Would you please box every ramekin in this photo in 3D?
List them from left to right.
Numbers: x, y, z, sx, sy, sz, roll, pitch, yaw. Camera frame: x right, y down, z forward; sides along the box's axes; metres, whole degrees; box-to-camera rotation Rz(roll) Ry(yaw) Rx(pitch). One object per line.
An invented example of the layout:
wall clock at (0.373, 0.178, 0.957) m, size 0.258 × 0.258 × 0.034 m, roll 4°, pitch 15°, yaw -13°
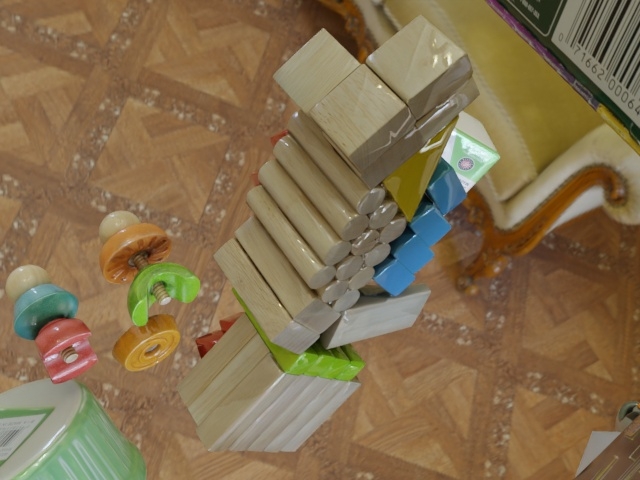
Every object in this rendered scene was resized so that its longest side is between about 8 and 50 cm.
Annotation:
ramekin at (-0.402, 0.319, 1.080) m, size 0.303 × 0.303 × 0.148 m, roll -38°, pitch 116°, yaw -32°

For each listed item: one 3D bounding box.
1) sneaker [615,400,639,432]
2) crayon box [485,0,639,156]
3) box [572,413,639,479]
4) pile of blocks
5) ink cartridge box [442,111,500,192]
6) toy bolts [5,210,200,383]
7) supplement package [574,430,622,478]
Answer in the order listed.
sneaker at (0.471, 0.286, 1.131) m, size 0.100 × 0.271 × 0.107 m, roll -4°, pitch 86°, yaw 0°
crayon box at (0.258, -0.207, 0.554) m, size 0.313 × 0.106 × 0.363 m, roll -8°, pitch 47°, yaw -23°
box at (0.192, 0.086, 0.301) m, size 0.395 × 0.318 × 0.097 m, roll -46°, pitch 76°, yaw 4°
pile of blocks at (0.000, 0.000, 0.566) m, size 0.149 × 0.362 × 0.112 m, roll -7°, pitch 46°, yaw -39°
ink cartridge box at (0.131, -0.114, 1.370) m, size 0.198 × 0.273 × 0.114 m, roll 24°, pitch 32°, yaw -29°
toy bolts at (-0.308, 0.083, 1.108) m, size 0.229 × 0.218 × 0.158 m, roll -25°, pitch 62°, yaw -29°
supplement package at (0.358, 0.280, 0.677) m, size 0.178 × 0.293 × 0.175 m, roll 34°, pitch 69°, yaw -12°
